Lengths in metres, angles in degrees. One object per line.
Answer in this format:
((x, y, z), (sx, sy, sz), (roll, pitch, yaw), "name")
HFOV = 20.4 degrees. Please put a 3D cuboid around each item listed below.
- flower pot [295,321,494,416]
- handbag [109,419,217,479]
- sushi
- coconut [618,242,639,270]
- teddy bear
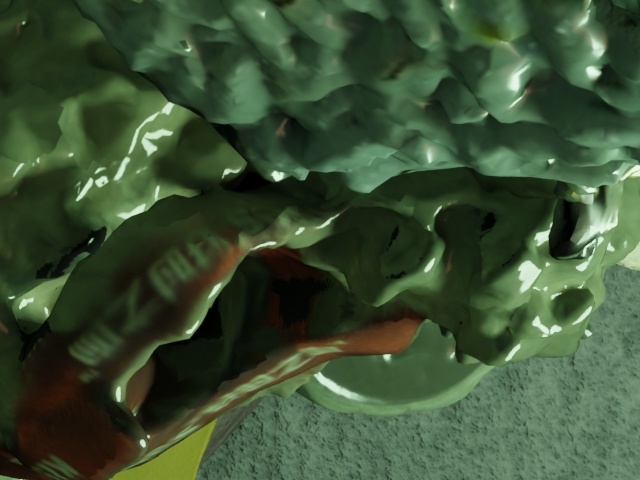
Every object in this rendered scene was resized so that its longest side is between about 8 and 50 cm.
((0.044, 0.001, 1.283), (0.246, 0.246, 0.195), (-47, -154, 18), "flower pot")
((-0.197, 0.179, 0.961), (0.401, 0.133, 0.283), (-35, 142, -58), "handbag")
((0.036, -0.108, 0.430), (0.139, 0.274, 0.184), (-9, -134, 54), "sushi")
((0.138, -0.130, 0.848), (0.297, 0.297, 0.254), (-46, -179, 8), "coconut")
((-0.119, 0.041, 0.638), (0.357, 0.224, 0.367), (-24, 165, -31), "teddy bear")
